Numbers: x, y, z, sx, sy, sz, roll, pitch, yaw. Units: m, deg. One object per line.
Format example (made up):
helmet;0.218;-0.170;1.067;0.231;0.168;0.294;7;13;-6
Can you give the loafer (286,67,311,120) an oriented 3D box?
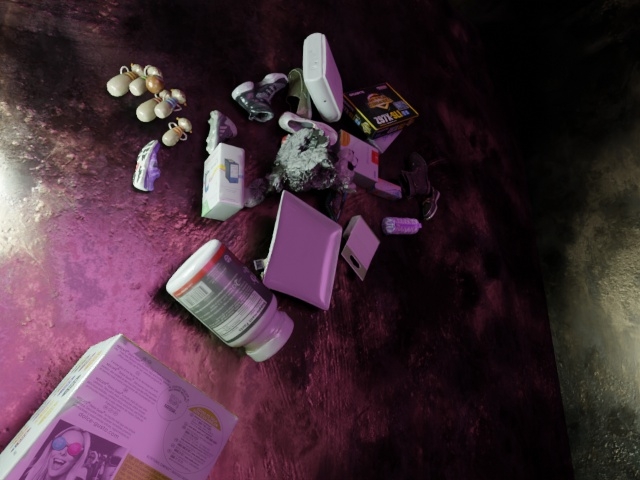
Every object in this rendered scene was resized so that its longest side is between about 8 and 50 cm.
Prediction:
loafer;-0.098;-0.623;1.745;0.087;0.094;0.252;-1;76;-44

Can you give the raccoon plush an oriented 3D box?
raccoon plush;-0.068;-0.233;1.573;0.299;0.446;0.216;51;15;-56

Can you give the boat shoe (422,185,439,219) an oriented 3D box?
boat shoe;0.569;-0.200;2.154;0.068;0.081;0.228;41;46;-17

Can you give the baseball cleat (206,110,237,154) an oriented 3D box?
baseball cleat;-0.348;-0.377;1.455;0.109;0.072;0.206;18;54;-34

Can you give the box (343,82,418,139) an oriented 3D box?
box;0.285;-0.635;1.989;0.321;0.079;0.257;-26;71;-34

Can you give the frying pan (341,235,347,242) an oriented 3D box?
frying pan;-0.012;-0.026;1.632;0.326;0.053;0.198;-33;106;-50

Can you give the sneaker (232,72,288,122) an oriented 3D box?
sneaker;-0.213;-0.563;1.632;0.268;0.101;0.153;-34;97;-35

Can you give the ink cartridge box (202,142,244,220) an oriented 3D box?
ink cartridge box;-0.326;-0.192;1.369;0.093;0.154;0.213;12;68;-33

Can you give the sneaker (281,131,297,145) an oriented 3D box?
sneaker;-0.027;-0.345;1.680;0.276;0.135;0.098;39;52;-25

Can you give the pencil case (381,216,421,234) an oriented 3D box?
pencil case;0.383;-0.071;1.948;0.206;0.088;0.087;-2;78;-40

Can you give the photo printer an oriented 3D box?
photo printer;0.020;-0.690;1.780;0.307;0.106;0.256;49;37;-62

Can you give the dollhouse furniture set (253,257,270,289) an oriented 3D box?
dollhouse furniture set;-0.165;0.109;1.443;0.090;0.081;0.115;-11;82;-41

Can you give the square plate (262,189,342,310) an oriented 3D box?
square plate;-0.061;0.045;1.488;0.344;0.049;0.348;30;63;-44

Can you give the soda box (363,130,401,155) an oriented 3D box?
soda box;0.310;-0.520;2.042;0.098;0.091;0.286;49;51;-13

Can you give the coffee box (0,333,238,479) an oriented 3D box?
coffee box;-0.457;0.454;0.915;0.338;0.337;0.335;44;52;-19

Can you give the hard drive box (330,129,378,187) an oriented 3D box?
hard drive box;0.151;-0.368;1.863;0.232;0.089;0.181;18;65;-34

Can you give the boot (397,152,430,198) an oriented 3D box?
boot;0.463;-0.336;2.075;0.228;0.091;0.263;-5;74;-50

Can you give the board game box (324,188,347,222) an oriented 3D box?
board game box;0.070;-0.185;1.735;0.126;0.026;0.186;62;39;-49

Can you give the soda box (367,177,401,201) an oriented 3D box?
soda box;0.308;-0.246;1.967;0.183;0.058;0.063;13;67;-35

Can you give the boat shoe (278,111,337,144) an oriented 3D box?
boat shoe;-0.039;-0.452;1.712;0.276;0.096;0.098;11;113;-29

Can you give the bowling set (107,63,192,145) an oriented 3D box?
bowling set;-0.502;-0.465;1.301;0.287;0.199;0.154;46;50;-22

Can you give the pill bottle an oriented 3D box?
pill bottle;-0.265;0.190;1.249;0.363;0.210;0.210;48;51;-17

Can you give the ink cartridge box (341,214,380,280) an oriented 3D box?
ink cartridge box;0.157;0.032;1.733;0.171;0.056;0.235;51;50;-26

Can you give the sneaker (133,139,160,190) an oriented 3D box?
sneaker;-0.536;-0.235;1.287;0.071;0.068;0.170;26;68;-48
